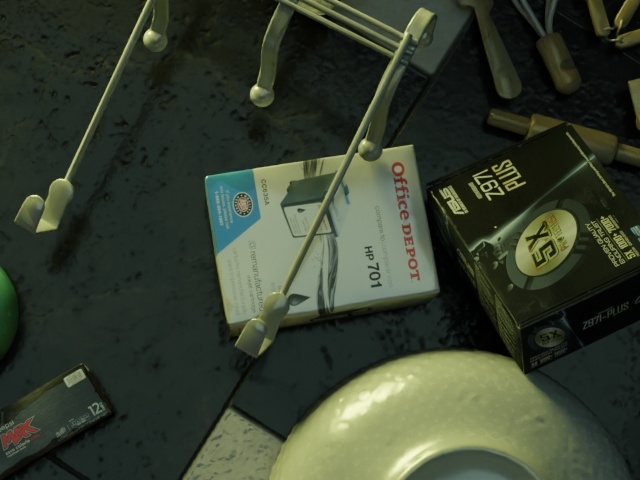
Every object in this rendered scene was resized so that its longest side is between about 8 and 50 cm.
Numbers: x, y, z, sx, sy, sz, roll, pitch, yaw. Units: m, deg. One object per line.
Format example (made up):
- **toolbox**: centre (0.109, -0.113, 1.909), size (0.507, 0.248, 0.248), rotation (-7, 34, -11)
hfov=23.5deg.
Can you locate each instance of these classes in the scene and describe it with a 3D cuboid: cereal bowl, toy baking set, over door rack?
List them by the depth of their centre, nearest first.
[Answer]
- **over door rack**: centre (-0.077, -0.096, 1.312), size (0.239, 0.108, 0.324), rotation (27, 86, 9)
- **cereal bowl**: centre (0.120, 0.254, 1.320), size (0.339, 0.141, 0.339), rotation (1, 81, -5)
- **toy baking set**: centre (0.235, -0.174, 1.450), size (0.256, 0.030, 0.197), rotation (11, 78, -3)

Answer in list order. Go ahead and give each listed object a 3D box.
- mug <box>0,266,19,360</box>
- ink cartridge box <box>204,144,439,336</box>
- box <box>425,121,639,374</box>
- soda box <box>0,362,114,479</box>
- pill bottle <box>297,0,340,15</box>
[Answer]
- **mug**: centre (-0.338, 0.073, 1.334), size (0.129, 0.097, 0.158), rotation (24, 80, 0)
- **ink cartridge box**: centre (0.000, 0.000, 1.378), size (0.190, 0.082, 0.139), rotation (-10, 81, -3)
- **box**: centre (0.199, 0.003, 1.354), size (0.147, 0.077, 0.180), rotation (-24, 53, -7)
- **soda box**: centre (-0.266, 0.172, 1.344), size (0.169, 0.060, 0.053), rotation (-30, 86, -8)
- **pill bottle**: centre (0.030, -0.317, 1.409), size (0.117, 0.117, 0.208), rotation (42, 81, 3)
